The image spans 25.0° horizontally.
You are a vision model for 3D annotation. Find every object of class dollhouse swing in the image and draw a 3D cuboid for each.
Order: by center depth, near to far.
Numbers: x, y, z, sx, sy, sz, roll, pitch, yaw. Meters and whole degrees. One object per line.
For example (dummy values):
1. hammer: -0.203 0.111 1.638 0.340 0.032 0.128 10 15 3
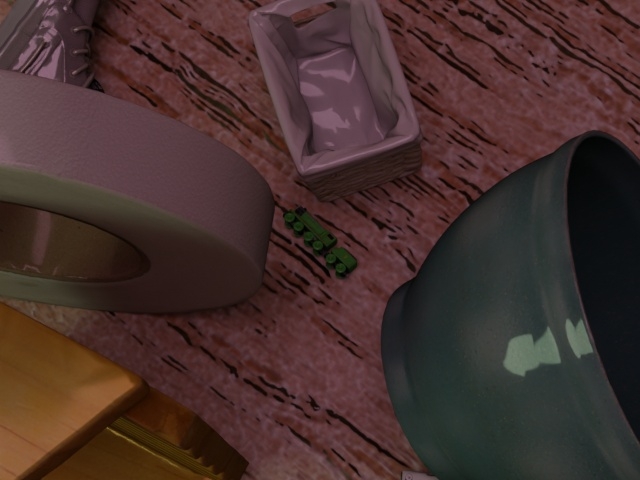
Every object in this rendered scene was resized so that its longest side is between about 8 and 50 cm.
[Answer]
1. dollhouse swing: -0.277 0.207 1.066 0.315 0.347 0.305 26 76 15

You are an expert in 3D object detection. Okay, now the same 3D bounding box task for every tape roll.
1. tape roll: -0.229 -0.028 1.120 0.392 0.392 0.072 6 74 9

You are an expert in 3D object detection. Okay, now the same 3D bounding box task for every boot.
1. boot: -0.234 -0.165 1.328 0.123 0.095 0.258 38 89 11

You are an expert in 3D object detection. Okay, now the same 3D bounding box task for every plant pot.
1. plant pot: 0.171 0.085 1.105 0.196 0.293 0.293 -21 68 29

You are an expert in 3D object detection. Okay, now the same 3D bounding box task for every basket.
1. basket: 0.016 -0.128 1.266 0.113 0.103 0.167 -18 70 2

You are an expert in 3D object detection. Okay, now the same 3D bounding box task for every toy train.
1. toy train: 0.000 0.000 1.273 0.024 0.017 0.083 -39 71 -16

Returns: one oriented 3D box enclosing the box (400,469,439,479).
1. box: 0.111 0.293 1.152 0.114 0.036 0.207 5 73 9
